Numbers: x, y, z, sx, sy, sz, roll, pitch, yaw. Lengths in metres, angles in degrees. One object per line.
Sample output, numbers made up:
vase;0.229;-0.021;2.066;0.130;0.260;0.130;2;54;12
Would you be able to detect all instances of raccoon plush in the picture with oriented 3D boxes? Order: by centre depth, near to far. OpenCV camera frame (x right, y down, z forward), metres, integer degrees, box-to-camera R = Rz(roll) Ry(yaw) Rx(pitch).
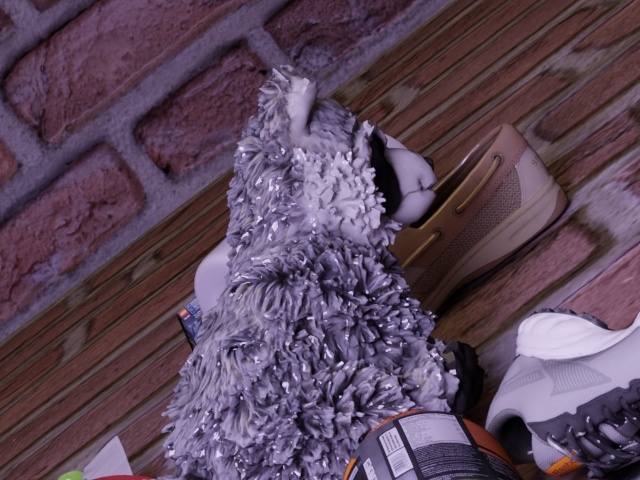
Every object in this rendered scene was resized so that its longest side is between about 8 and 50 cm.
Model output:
raccoon plush;-0.076;0.062;1.231;0.446;0.299;0.216;-27;-4;-36

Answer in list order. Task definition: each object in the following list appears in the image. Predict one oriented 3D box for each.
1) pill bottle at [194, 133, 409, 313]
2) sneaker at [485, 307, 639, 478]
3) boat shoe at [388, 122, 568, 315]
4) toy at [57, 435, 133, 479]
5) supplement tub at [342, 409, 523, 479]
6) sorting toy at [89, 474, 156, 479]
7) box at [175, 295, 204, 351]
pill bottle;0.000;0.000;1.786;0.152;0.152;0.272;-22;19;51
sneaker;0.194;0.103;1.028;0.108;0.100;0.271;-57;15;-19
boat shoe;0.075;0.020;1.593;0.341;0.110;0.121;-38;12;-6
toy;-0.207;0.282;1.528;0.137;0.056;0.237;-44;24;0
supplement tub;0.074;0.174;1.010;0.117;0.117;0.190;-37;11;2
sorting toy;-0.227;0.318;1.263;0.365;0.127;0.126;-33;-36;-51
box;-0.109;0.090;1.870;0.094;0.027;0.137;-39;-27;-14
